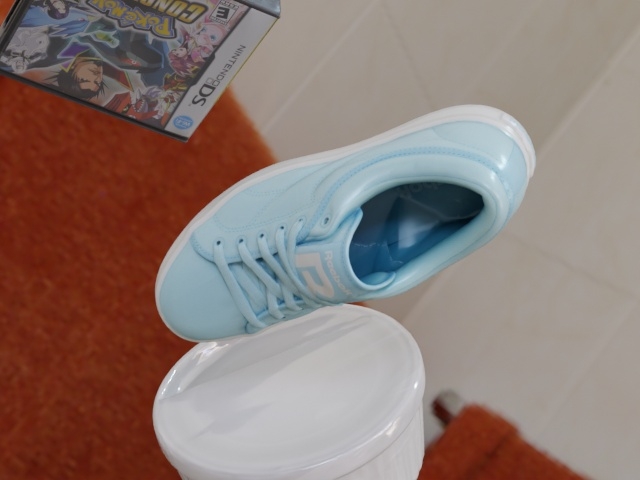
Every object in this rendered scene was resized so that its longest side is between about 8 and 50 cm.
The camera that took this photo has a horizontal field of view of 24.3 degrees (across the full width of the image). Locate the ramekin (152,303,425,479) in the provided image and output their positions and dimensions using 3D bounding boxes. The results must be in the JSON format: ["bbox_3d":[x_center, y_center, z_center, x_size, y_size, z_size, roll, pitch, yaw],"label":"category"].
[{"bbox_3d":[-0.021,0.187,1.462,0.273,0.273,0.127,24,-42,46],"label":"ramekin"}]

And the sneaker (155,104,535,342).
[{"bbox_3d":[0.000,0.000,1.236,0.135,0.366,0.150,57,22,-12],"label":"sneaker"}]

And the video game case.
[{"bbox_3d":[-0.225,-0.243,1.765,0.275,0.035,0.248,19,-44,-25],"label":"video game case"}]
